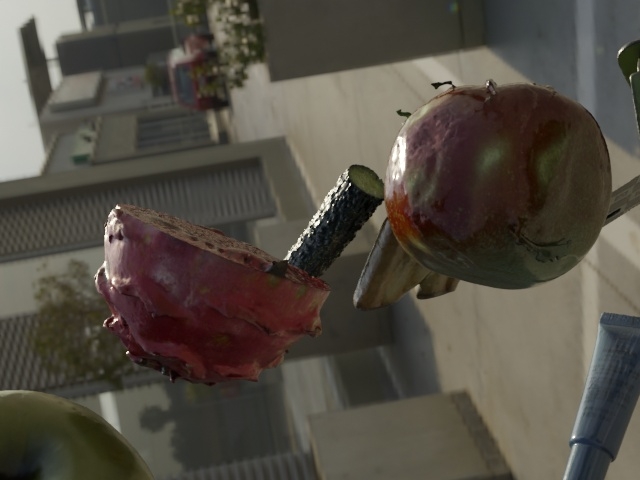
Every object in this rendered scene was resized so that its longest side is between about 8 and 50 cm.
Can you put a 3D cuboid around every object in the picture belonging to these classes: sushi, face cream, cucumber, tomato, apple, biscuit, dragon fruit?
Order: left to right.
[{"bbox_3d":[-0.445,0.446,1.520,0.473,0.473,0.474,170,90,-84],"label":"apple"},{"bbox_3d":[-0.180,0.096,1.689,0.371,0.386,0.249,29,97,60],"label":"dragon fruit"},{"bbox_3d":[0.000,0.000,2.086,0.359,0.096,0.096,-51,39,38],"label":"cucumber"},{"bbox_3d":[0.192,0.024,2.060,0.291,0.237,0.062,108,144,-50],"label":"biscuit"},{"bbox_3d":[0.227,-0.064,1.412,0.303,0.303,0.239,99,177,-73],"label":"tomato"},{"bbox_3d":[0.404,-0.044,1.666,0.043,0.279,0.192,60,-166,18],"label":"sushi"},{"bbox_3d":[0.527,0.298,1.978,0.086,0.135,0.385,55,-128,-43],"label":"face cream"}]

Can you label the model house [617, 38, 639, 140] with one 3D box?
[{"bbox_3d":[0.596,-0.178,1.731,0.205,0.218,0.279,43,-131,-44],"label":"model house"}]
